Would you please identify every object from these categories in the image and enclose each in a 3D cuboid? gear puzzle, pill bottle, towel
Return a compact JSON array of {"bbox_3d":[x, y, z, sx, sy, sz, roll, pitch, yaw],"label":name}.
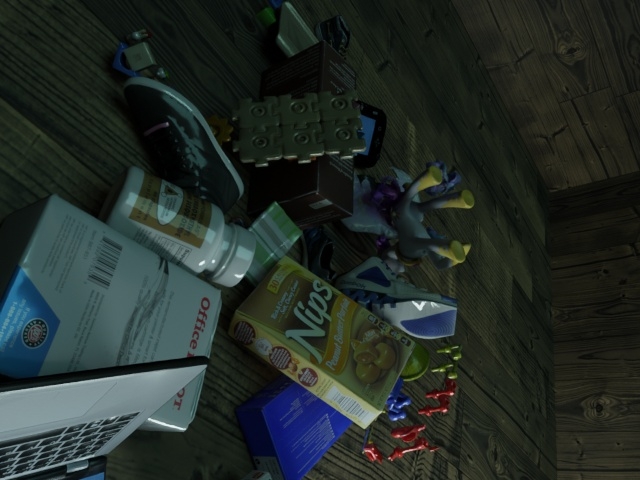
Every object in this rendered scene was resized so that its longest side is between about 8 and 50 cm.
[{"bbox_3d":[-0.085,-0.206,1.062,0.044,0.339,0.175,89,-5,-60],"label":"gear puzzle"},{"bbox_3d":[-0.225,-0.013,0.873,0.229,0.131,0.131,27,56,-28],"label":"pill bottle"},{"bbox_3d":[-0.109,0.010,1.088,0.152,0.023,0.113,-50,134,-12],"label":"towel"}]

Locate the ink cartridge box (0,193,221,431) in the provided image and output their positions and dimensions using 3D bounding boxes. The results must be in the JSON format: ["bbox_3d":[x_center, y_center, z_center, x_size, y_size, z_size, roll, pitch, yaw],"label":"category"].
[{"bbox_3d":[-0.307,0.117,0.761,0.307,0.129,0.223,39,49,-41],"label":"ink cartridge box"}]

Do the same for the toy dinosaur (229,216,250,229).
[{"bbox_3d":[-0.155,-0.008,1.112,0.090,0.047,0.082,62,9,-82],"label":"toy dinosaur"}]

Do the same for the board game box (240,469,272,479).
[{"bbox_3d":[-0.115,0.565,0.886,0.193,0.053,0.305,-22,96,-48],"label":"board game box"}]

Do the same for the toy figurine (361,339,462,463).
[{"bbox_3d":[0.161,0.263,1.189,0.217,0.191,0.362,59,36,-15],"label":"toy figurine"}]

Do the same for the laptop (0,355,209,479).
[{"bbox_3d":[-0.328,0.329,0.535,0.382,0.408,0.236,6,48,-53],"label":"laptop"}]

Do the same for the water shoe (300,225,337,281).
[{"bbox_3d":[0.000,0.000,1.268,0.073,0.080,0.203,10,71,-53],"label":"water shoe"}]

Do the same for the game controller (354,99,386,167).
[{"bbox_3d":[0.083,-0.288,1.456,0.319,0.067,0.166,-1,114,-56],"label":"game controller"}]

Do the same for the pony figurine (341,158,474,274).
[{"bbox_3d":[0.209,-0.056,1.377,0.303,0.363,0.351,-8,78,-31],"label":"pony figurine"}]

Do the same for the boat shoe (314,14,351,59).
[{"bbox_3d":[0.052,-0.526,1.521,0.065,0.083,0.183,-39,110,-52],"label":"boat shoe"}]

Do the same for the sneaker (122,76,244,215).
[{"bbox_3d":[-0.248,-0.135,0.950,0.295,0.105,0.147,54,35,-34],"label":"sneaker"}]

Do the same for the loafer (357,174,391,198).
[{"bbox_3d":[0.155,-0.135,1.554,0.170,0.062,0.061,14,76,-41],"label":"loafer"}]

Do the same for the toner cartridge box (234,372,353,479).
[{"bbox_3d":[-0.016,0.337,1.133,0.348,0.075,0.165,-24,99,-55],"label":"toner cartridge box"}]

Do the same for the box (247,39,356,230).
[{"bbox_3d":[-0.033,-0.224,1.206,0.143,0.191,0.381,31,55,-45],"label":"box"}]

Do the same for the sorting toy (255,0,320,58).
[{"bbox_3d":[-0.054,-0.477,1.372,0.348,0.047,0.196,44,34,-35],"label":"sorting toy"}]

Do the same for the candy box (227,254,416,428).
[{"bbox_3d":[0.004,0.187,1.053,0.316,0.087,0.183,34,44,5],"label":"candy box"}]

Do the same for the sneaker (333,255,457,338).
[{"bbox_3d":[0.167,0.119,1.306,0.182,0.316,0.127,-78,170,-49],"label":"sneaker"}]

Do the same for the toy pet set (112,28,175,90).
[{"bbox_3d":[-0.320,-0.309,0.974,0.114,0.065,0.122,-109,177,-75],"label":"toy pet set"}]
